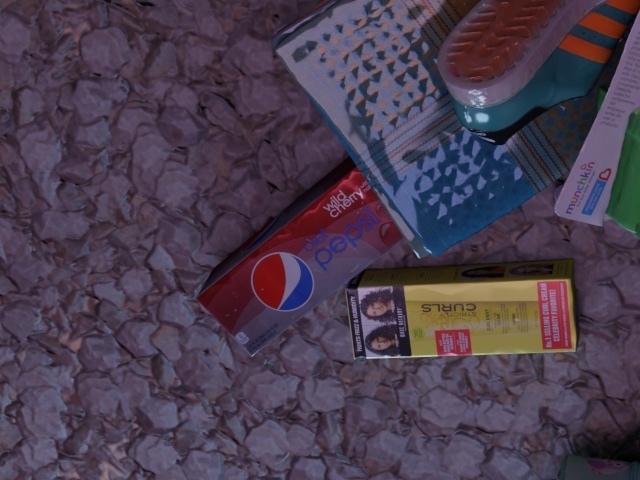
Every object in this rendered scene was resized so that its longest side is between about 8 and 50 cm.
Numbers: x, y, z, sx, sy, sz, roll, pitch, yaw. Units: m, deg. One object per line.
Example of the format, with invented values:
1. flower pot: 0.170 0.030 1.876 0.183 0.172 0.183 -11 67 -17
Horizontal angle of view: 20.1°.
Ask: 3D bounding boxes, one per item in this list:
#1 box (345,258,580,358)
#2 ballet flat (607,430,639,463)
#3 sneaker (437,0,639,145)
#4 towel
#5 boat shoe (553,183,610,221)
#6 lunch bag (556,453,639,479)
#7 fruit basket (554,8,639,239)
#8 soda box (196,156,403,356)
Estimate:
1. box: 0.147 0.072 1.855 0.232 0.058 0.087 -2 110 12
2. ballet flat: 0.362 0.201 1.878 0.057 0.049 0.173 32 122 -26
3. sneaker: 0.233 -0.209 1.650 0.302 0.121 0.108 -40 57 -10
4. towel: 0.177 -0.183 1.716 0.370 0.040 0.271 -34 102 4
5. boat shoe: 0.283 -0.036 1.803 0.100 0.035 0.035 -2 138 8
6. lunch bag: 0.283 0.381 1.848 0.108 0.224 0.279 2 119 10
7. fruit basket: 0.397 -0.156 1.637 0.327 0.165 0.353 10 104 -29
8. soda box: 0.000 0.000 1.843 0.263 0.083 0.092 -38 100 21
